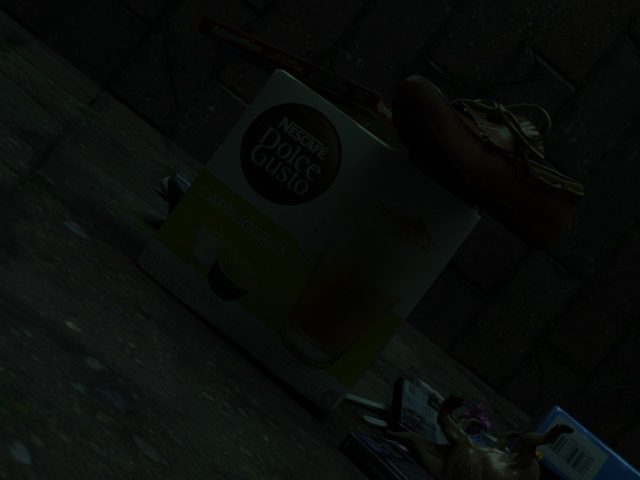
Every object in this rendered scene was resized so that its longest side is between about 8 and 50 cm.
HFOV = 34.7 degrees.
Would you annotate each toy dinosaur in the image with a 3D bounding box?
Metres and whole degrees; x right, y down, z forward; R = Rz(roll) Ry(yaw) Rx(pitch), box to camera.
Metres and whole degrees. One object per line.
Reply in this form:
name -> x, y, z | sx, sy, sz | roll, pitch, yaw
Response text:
toy dinosaur -> 0.223, 0.336, 1.395 | 0.296, 0.200, 0.127 | 16, -24, 5

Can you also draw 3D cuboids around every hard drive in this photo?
hard drive -> 0.180, -0.090, 1.511 | 0.094, 0.022, 0.135 | 38, 1, 19

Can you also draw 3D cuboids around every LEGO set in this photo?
LEGO set -> 0.282, 0.327, 1.522 | 0.227, 0.093, 0.087 | 43, 15, 22

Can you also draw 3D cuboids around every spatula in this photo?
spatula -> 0.116, 0.294, 1.603 | 0.168, 0.019, 0.242 | 42, 9, 35

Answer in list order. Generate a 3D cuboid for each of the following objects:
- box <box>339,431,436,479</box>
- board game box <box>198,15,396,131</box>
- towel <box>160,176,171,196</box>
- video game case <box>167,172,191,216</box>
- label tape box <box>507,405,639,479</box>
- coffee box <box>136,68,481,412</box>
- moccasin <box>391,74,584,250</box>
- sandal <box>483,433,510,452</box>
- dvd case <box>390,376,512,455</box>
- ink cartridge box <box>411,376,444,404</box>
box -> 0.100, 0.296, 1.303 | 0.116, 0.029, 0.162 | 40, 2, 29
board game box -> -0.025, -0.233, 1.438 | 0.281, 0.027, 0.145 | 27, 1, 17
towel -> -0.153, 0.010, 2.149 | 0.332, 0.053, 0.317 | 40, 4, 32
video game case -> -0.155, 0.010, 1.776 | 0.274, 0.026, 0.196 | 40, -19, 7
label tape box -> 0.457, 0.461, 1.934 | 0.249, 0.115, 0.347 | 39, -22, 8
coffee box -> 0.000, 0.000, 1.491 | 0.338, 0.334, 0.338 | 37, 3, 7
moccasin -> 0.232, -0.115, 1.341 | 0.380, 0.147, 0.139 | 31, 8, -37
sandal -> 0.294, 0.380, 1.801 | 0.102, 0.076, 0.265 | 41, 4, 32
dvd case -> 0.219, 0.325, 1.618 | 0.253, 0.022, 0.180 | 35, 16, -4
ink cartridge box -> 0.234, 0.331, 2.183 | 0.083, 0.028, 0.048 | 38, 4, -12
